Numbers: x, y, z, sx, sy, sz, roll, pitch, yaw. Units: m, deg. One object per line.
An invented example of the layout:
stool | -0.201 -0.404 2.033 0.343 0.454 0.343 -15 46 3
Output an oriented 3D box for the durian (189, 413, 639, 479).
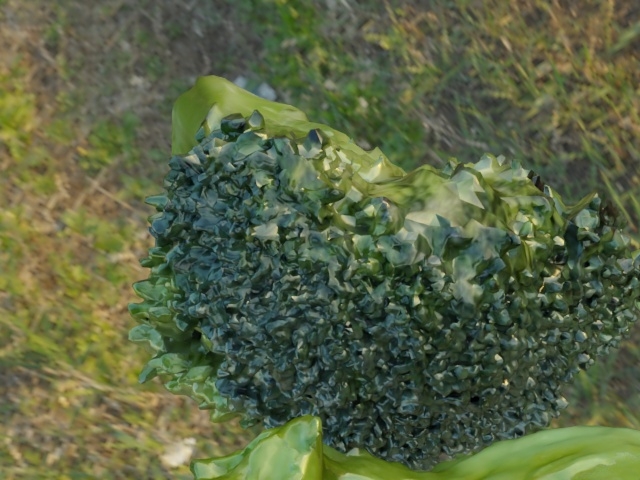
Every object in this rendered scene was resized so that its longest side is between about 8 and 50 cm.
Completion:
durian | 0.109 0.217 0.668 0.255 0.204 0.340 -22 106 -1

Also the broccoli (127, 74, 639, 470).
broccoli | -0.010 -0.008 0.967 0.397 0.353 0.275 37 90 22
